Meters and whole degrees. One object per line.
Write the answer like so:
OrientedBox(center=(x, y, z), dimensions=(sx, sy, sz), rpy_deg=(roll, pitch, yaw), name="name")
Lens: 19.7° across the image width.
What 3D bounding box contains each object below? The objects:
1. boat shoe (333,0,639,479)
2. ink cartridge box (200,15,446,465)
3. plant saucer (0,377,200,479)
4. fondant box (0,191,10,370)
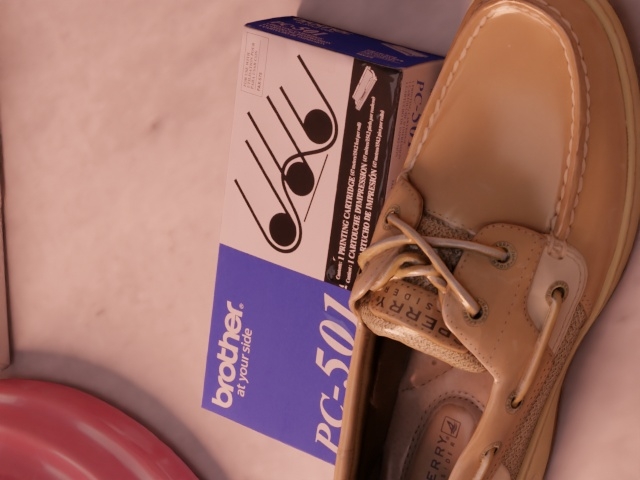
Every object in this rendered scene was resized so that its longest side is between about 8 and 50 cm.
OrientedBox(center=(0.067, 0.024, 0.846), dimensions=(0.109, 0.098, 0.302), rpy_deg=(24, 114, 28), name="boat shoe")
OrientedBox(center=(0.000, 0.000, 0.920), dimensions=(0.097, 0.046, 0.207), rpy_deg=(20, 112, 31), name="ink cartridge box")
OrientedBox(center=(-0.175, 0.249, 1.081), dimensions=(0.332, 0.084, 0.332), rpy_deg=(9, 105, 33), name="plant saucer")
OrientedBox(center=(-0.344, -0.048, 1.120), dimensions=(0.330, 0.096, 0.238), rpy_deg=(7, 105, 32), name="fondant box")
